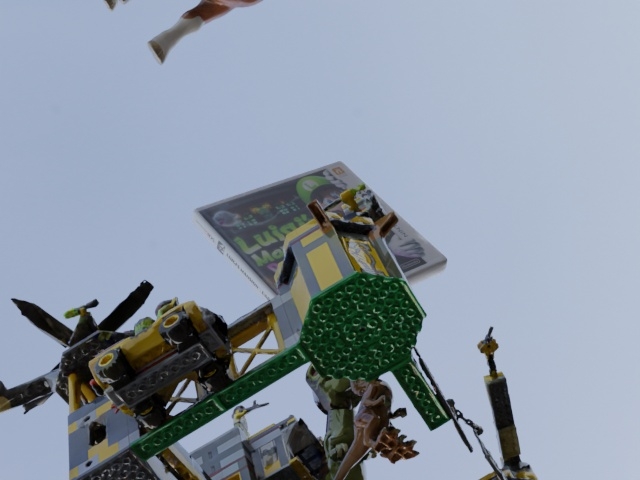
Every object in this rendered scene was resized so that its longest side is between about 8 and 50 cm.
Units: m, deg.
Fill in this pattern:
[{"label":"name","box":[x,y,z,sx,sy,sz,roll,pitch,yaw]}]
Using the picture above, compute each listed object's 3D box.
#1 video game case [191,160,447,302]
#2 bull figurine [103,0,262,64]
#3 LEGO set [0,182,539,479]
[{"label":"video game case","box":[0.000,0.000,1.089,0.190,0.173,0.022,-21,-39,-35]},{"label":"bull figurine","box":[-0.106,-0.263,1.031,0.188,0.310,0.101,-33,-59,-7]},{"label":"LEGO set","box":[-0.010,0.109,0.668,0.255,0.192,0.331,-38,-60,8]}]
